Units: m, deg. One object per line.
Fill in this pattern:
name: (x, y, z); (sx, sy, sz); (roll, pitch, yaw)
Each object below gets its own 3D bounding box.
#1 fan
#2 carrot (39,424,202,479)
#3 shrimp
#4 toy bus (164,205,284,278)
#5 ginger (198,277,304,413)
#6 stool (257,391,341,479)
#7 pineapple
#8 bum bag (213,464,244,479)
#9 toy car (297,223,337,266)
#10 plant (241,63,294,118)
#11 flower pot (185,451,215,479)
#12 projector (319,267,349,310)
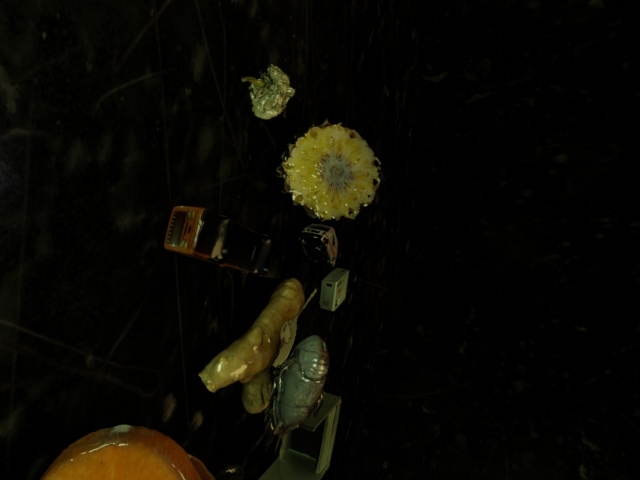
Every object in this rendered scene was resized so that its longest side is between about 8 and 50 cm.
fan: (-0.083, 0.245, 1.641); (0.329, 0.009, 0.191); (-53, 148, -47)
carrot: (-0.290, 0.411, 0.761); (0.100, 0.258, 0.308); (-141, -123, -68)
shrimp: (-0.072, 0.380, 1.312); (0.116, 0.145, 0.343); (15, 108, -36)
toy bus: (-0.174, 0.015, 1.093); (0.409, 0.092, 0.093); (33, 67, -71)
ginger: (-0.137, 0.239, 1.309); (0.363, 0.122, 0.348); (-63, 167, -13)
stool: (-0.066, 0.621, 1.677); (0.269, 0.170, 0.244); (-9, 109, -70)
pineapple: (0.007, -0.152, 1.418); (0.272, 0.262, 0.263); (131, -26, -79)
bum bag: (-0.255, 0.586, 1.158); (0.144, 0.095, 0.340); (-51, 170, 0)
toy car: (0.000, 0.000, 1.615); (0.210, 0.089, 0.108); (67, 38, -63)
plant: (-0.121, -0.317, 1.115); (0.121, 0.104, 0.117); (24, 36, -41)
flower pot: (-0.291, 0.469, 0.913); (0.173, 0.190, 0.190); (-69, 162, 3)
projector: (0.048, 0.171, 1.907); (0.147, 0.061, 0.115); (-33, 131, -65)
